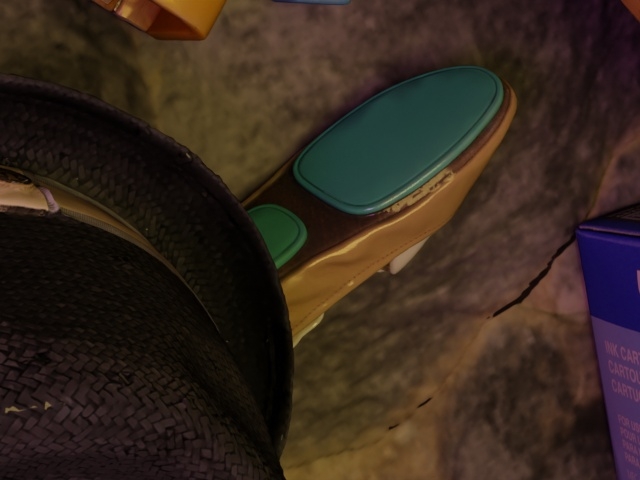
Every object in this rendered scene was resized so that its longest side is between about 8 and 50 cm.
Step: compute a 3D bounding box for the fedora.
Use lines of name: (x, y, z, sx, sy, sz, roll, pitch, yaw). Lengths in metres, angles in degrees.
fedora: (-0.120, 0.099, 0.751, 0.334, 0.152, 0.334, -15, 118, -30)

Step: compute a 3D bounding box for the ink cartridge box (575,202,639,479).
ink cartridge box: (0.297, 0.094, 1.043, 0.270, 0.151, 0.395, -15, 101, -23)

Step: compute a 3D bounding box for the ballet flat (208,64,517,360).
ballet flat: (0.000, 0.000, 0.945, 0.232, 0.080, 0.073, -34, 137, -15)

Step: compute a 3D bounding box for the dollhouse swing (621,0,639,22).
dollhouse swing: (0.226, -0.254, 0.851, 0.305, 0.315, 0.347, -41, 91, -11)

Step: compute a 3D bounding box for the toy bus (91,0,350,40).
toy bus: (-0.051, -0.187, 0.870, 0.191, 0.104, 0.202, -19, 104, -22)
